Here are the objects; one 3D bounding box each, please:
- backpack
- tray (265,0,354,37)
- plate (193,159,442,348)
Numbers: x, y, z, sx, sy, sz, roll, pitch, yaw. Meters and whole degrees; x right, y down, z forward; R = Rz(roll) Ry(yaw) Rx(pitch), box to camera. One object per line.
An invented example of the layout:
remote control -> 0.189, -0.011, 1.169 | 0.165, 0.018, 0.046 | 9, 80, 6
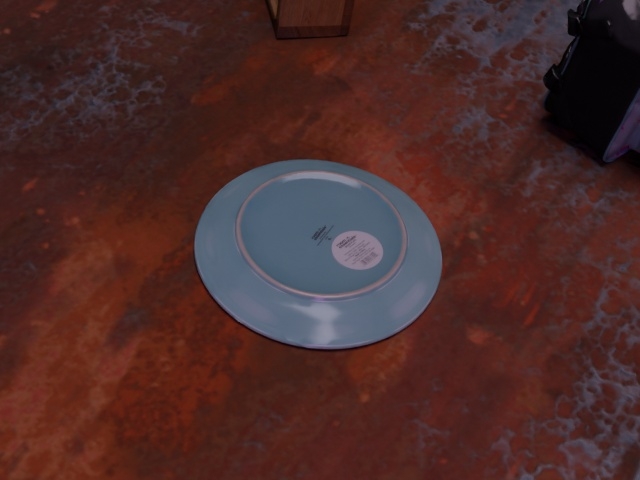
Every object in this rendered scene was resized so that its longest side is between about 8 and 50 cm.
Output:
backpack -> 0.296, -0.161, 1.032 | 0.144, 0.165, 0.188 | 38, 58, 20
tray -> -0.035, -0.399, 1.167 | 0.076, 0.202, 0.410 | -4, 49, -13
plate -> 0.000, 0.000, 0.941 | 0.188, 0.024, 0.188 | 4, 47, -5
